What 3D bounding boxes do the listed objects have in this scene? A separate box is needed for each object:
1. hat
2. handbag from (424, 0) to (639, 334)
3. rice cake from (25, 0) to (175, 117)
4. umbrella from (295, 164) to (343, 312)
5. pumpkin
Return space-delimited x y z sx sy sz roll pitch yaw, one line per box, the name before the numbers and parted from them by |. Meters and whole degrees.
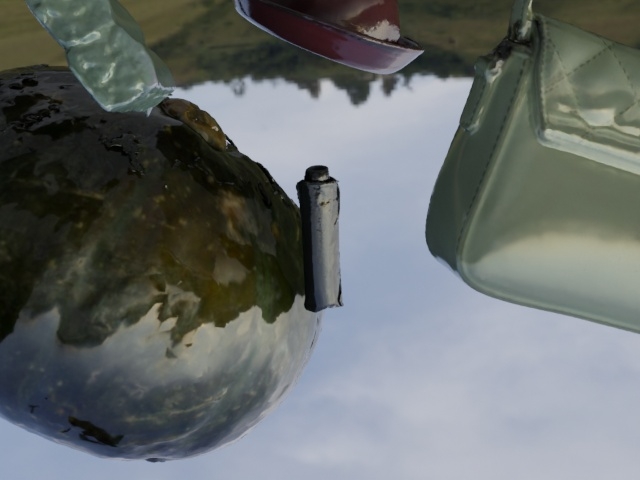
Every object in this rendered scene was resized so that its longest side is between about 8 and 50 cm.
hat | 0.012 -0.235 0.995 0.205 0.089 0.205 20 -162 -7
handbag | 0.197 -0.055 0.580 0.256 0.219 0.079 16 -167 -18
rice cake | -0.137 -0.131 0.596 0.043 0.127 0.237 -33 -173 -1
umbrella | 0.001 0.000 0.876 0.031 0.133 0.036 17 -152 41
pumpkin | -0.206 0.016 0.998 0.454 0.344 0.454 26 -175 -2
